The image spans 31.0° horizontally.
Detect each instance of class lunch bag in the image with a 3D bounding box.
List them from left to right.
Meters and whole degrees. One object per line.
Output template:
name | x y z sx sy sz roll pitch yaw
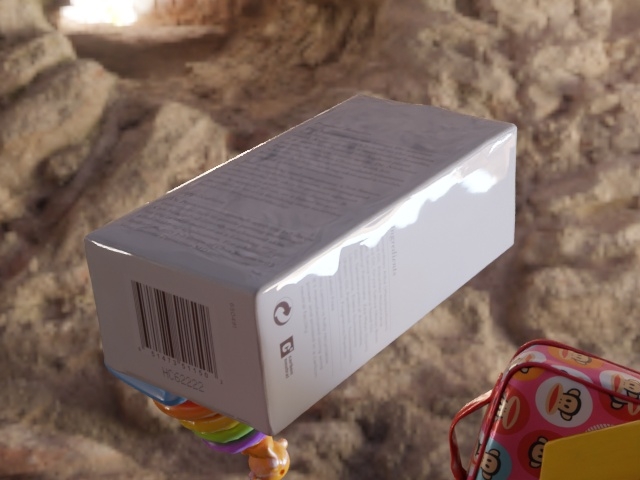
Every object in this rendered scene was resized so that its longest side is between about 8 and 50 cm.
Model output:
lunch bag | 0.275 0.275 1.375 0.258 0.293 0.120 20 -161 10

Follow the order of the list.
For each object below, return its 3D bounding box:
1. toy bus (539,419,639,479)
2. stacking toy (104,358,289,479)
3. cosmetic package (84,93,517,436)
toy bus | 0.340 0.255 1.171 0.333 0.130 0.108 -20 -150 31
stacking toy | -0.109 0.194 1.402 0.166 0.301 0.175 22 -121 45
cosmetic package | 0.000 0.000 1.228 0.230 0.161 0.453 17 -146 35
